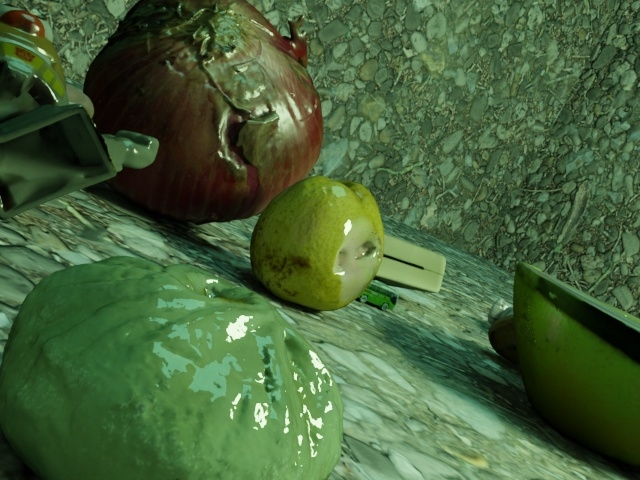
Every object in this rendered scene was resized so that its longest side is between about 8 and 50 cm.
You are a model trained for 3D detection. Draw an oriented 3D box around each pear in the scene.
[{"bbox_3d":[0.400,0.192,1.157,0.399,0.165,0.399,26,7,-3],"label":"pear"},{"bbox_3d":[0.000,0.000,1.102,0.178,0.178,0.178,26,7,-3],"label":"pear"}]

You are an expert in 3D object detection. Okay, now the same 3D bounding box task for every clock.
[{"bbox_3d":[0.415,0.176,1.684,0.176,0.080,0.117,25,7,-10],"label":"clock"}]

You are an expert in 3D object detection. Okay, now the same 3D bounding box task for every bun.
[{"bbox_3d":[-0.070,0.078,0.483,0.195,0.118,0.195,27,3,-2],"label":"bun"}]

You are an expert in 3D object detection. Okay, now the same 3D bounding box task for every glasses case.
[{"bbox_3d":[0.078,0.026,1.447,0.131,0.070,0.313,8,-6,37],"label":"glasses case"}]

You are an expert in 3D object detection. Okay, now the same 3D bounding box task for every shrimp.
[{"bbox_3d":[0.415,0.175,1.407,0.289,0.075,0.178,27,-34,-1],"label":"shrimp"}]

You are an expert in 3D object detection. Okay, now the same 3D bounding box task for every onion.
[{"bbox_3d":[-0.156,-0.190,1.234,0.354,0.353,0.353,26,7,-3],"label":"onion"}]

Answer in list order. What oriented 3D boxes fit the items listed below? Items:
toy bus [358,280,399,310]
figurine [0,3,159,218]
[{"bbox_3d":[0.080,0.079,1.340,0.083,0.037,0.031,23,8,-33],"label":"toy bus"},{"bbox_3d":[-0.333,-0.147,0.914,0.342,0.167,0.285,47,5,-28],"label":"figurine"}]
